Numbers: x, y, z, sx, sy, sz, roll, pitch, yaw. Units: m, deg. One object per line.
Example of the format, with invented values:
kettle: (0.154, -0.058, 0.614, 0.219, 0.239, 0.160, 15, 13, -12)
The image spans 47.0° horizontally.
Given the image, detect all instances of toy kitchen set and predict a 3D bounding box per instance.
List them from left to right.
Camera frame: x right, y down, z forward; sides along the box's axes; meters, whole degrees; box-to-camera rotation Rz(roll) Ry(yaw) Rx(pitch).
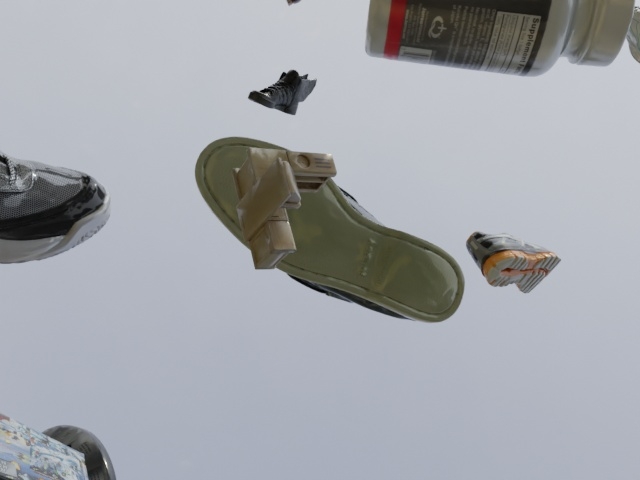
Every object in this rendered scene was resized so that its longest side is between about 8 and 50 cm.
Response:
toy kitchen set: (-0.012, -0.031, 0.535, 0.068, 0.075, 0.083, -43, -125, 49)

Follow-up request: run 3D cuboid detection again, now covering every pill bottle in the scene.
pill bottle: (0.223, -0.307, 0.950, 0.318, 0.176, 0.176, 7, -80, 2)

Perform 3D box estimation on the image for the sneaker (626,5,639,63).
sneaker: (0.489, -0.347, 1.153, 0.152, 0.053, 0.061, 49, -26, 8)

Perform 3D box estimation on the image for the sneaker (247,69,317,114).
sneaker: (-0.073, -0.299, 1.447, 0.051, 0.170, 0.089, 28, -77, 29)

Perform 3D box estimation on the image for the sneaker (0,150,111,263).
sneaker: (-0.279, -0.070, 0.530, 0.101, 0.268, 0.153, 59, -42, 46)

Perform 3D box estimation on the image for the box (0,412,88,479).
box: (-0.270, 0.204, 0.664, 0.027, 0.137, 0.094, -48, -148, 1)

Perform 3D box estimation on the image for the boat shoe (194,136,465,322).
boat shoe: (0.002, -0.004, 0.852, 0.113, 0.340, 0.127, -16, -128, 68)

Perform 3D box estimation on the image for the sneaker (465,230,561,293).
sneaker: (0.310, 0.027, 1.175, 0.084, 0.215, 0.083, -53, -126, 19)

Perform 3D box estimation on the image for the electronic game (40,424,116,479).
electronic game: (-0.291, 0.311, 0.776, 0.229, 0.048, 0.229, -19, -122, 34)

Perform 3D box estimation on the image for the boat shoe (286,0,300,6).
boat shoe: (-0.046, -0.509, 1.420, 0.073, 0.207, 0.073, -15, -57, 5)
